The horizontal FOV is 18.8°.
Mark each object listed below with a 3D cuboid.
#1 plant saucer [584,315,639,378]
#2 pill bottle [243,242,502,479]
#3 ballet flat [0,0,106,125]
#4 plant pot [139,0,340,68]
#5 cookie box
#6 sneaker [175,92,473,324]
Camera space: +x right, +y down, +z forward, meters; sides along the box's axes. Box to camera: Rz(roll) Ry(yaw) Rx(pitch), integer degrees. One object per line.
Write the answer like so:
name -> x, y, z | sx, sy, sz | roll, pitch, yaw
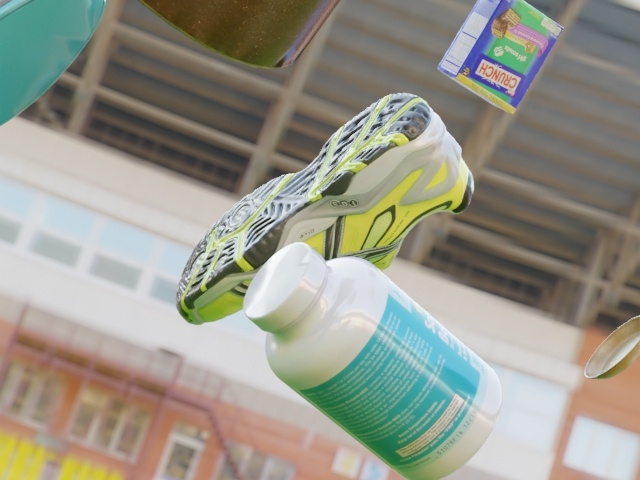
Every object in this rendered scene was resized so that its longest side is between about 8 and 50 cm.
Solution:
plant saucer -> 0.291, 0.107, 1.871 | 0.015, 0.083, 0.083 | 44, -21, -8
pill bottle -> 0.047, 0.115, 1.909 | 0.264, 0.146, 0.146 | 41, -24, -27
ballet flat -> -0.356, -0.123, 1.626 | 0.147, 0.409, 0.147 | 30, -31, 20
plant pot -> -0.017, -0.258, 1.134 | 0.215, 0.215, 0.230 | 29, -61, -32
cookie box -> 0.189, -0.201, 2.025 | 0.092, 0.107, 0.040 | 27, 6, -35
sneaker -> 0.000, 0.000, 2.140 | 0.384, 0.145, 0.147 | -33, -62, 25
